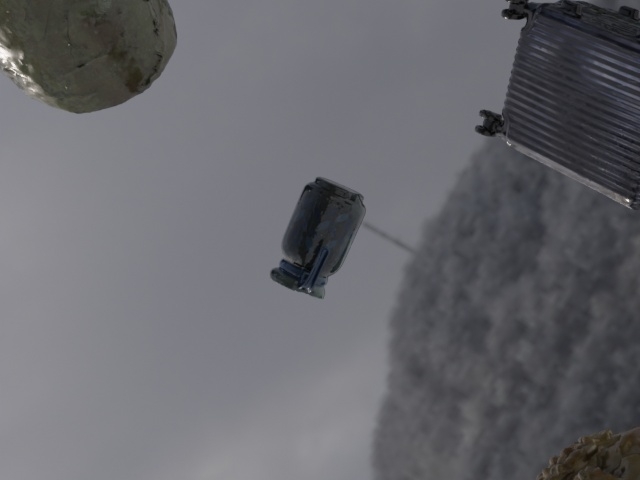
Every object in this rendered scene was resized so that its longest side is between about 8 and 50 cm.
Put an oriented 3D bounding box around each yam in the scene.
[{"bbox_3d":[-0.252,-0.252,1.376,0.168,0.168,0.304,-54,-39,-20],"label":"yam"}]

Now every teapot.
[{"bbox_3d":[0.003,0.001,1.177,0.049,0.063,0.083,18,-84,-40],"label":"teapot"}]

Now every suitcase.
[{"bbox_3d":[0.140,-0.067,0.798,0.059,0.126,0.086,-2,-68,-34],"label":"suitcase"}]

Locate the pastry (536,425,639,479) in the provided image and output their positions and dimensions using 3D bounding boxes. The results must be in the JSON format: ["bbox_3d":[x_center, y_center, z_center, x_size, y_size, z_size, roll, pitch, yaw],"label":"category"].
[{"bbox_3d":[0.289,0.256,1.449,0.162,0.311,0.255,61,-140,-21],"label":"pastry"}]
